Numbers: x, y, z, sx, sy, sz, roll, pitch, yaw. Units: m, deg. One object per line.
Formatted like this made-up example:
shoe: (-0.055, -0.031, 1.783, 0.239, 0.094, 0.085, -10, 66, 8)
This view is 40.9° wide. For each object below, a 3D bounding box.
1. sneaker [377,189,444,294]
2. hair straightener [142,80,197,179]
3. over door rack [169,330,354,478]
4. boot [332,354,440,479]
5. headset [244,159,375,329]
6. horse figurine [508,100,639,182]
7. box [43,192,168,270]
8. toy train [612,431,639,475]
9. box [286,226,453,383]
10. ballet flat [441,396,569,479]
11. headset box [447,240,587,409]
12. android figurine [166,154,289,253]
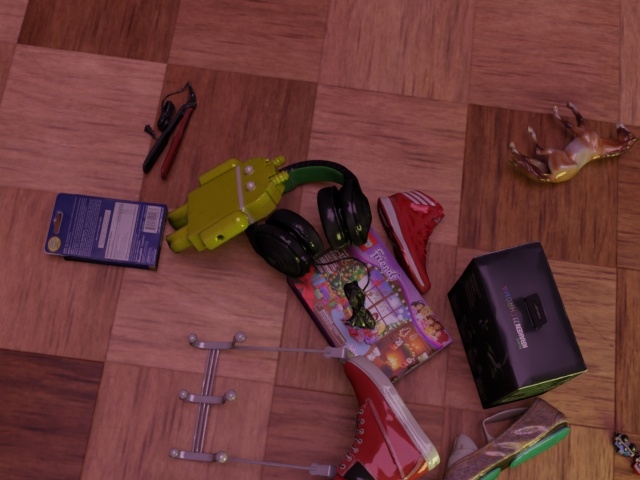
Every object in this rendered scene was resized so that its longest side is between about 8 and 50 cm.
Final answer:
sneaker: (0.208, -0.008, 1.734, 0.128, 0.087, 0.221, -19, 74, -7)
hair straightener: (-0.328, -0.241, 1.808, 0.089, 0.047, 0.230, 17, 71, 3)
over door rack: (-0.111, 0.297, 1.578, 0.324, 0.108, 0.239, 4, 72, 12)
boot: (0.068, 0.331, 1.495, 0.176, 0.088, 0.244, -29, 62, -13)
headset: (0.000, 0.000, 1.660, 0.243, 0.185, 0.394, -28, 42, -5)
horse figurine: (0.520, -0.196, 1.823, 0.263, 0.066, 0.174, -33, 70, -15)
box: (-0.432, -0.019, 1.735, 0.225, 0.036, 0.136, 7, 71, -1)
toy train: (0.613, 0.431, 1.635, 0.036, 0.027, 0.158, -40, 78, -3)
box: (0.094, 0.137, 1.693, 0.201, 0.057, 0.293, -32, 75, -13)
ballet flat: (0.316, 0.395, 1.605, 0.316, 0.107, 0.106, -27, 59, -17)
headset box: (0.352, 0.161, 1.579, 0.131, 0.283, 0.246, -13, 72, -7)
android figurine: (-0.181, -0.078, 1.684, 0.273, 0.056, 0.248, -28, 33, 13)
